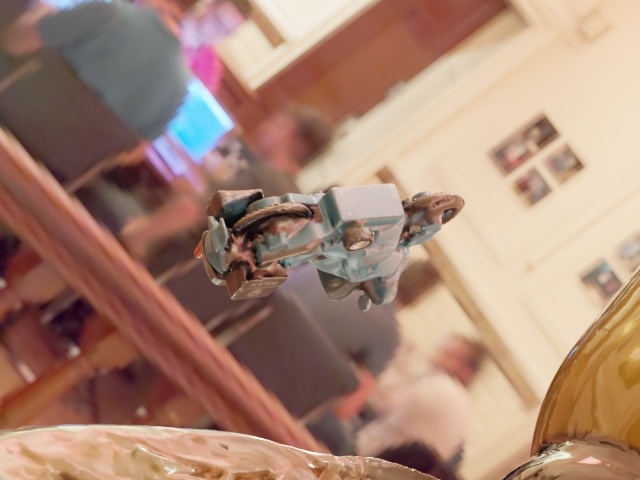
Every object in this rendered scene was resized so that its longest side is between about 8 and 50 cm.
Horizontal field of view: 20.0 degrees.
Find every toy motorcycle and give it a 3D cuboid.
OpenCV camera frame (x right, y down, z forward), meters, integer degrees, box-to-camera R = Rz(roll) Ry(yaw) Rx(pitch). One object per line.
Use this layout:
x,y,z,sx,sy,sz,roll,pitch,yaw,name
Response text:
0.000,0.000,1.796,0.272,0.182,0.123,-4,66,-32,toy motorcycle

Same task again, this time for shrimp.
-0.046,0.131,0.822,0.317,0.062,0.164,7,14,-27,shrimp

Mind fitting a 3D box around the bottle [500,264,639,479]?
0.191,0.095,0.848,0.171,0.351,0.171,29,-33,21,bottle
